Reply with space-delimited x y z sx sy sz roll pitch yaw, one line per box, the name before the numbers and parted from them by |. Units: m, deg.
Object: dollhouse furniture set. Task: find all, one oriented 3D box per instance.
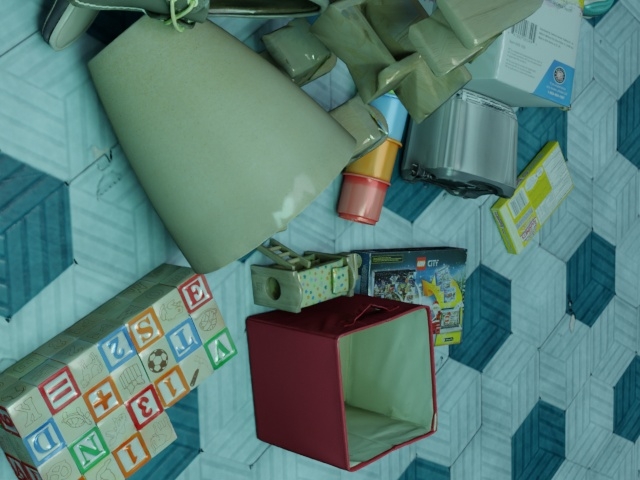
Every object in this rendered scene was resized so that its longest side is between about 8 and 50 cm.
dollhouse furniture set | 0.069 -0.351 1.318 0.256 0.362 0.394 -33 86 -34
dollhouse furniture set | 0.000 0.000 1.451 0.182 0.101 0.161 -15 105 -41

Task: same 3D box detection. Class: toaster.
toaster | 0.218 -0.152 1.624 0.227 0.129 0.146 11 83 -41

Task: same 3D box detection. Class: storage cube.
storage cube | 0.030 0.185 1.439 0.183 0.193 0.215 -15 104 -41

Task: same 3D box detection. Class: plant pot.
plant pot | -0.141 -0.144 1.229 0.274 0.256 0.256 50 61 -15

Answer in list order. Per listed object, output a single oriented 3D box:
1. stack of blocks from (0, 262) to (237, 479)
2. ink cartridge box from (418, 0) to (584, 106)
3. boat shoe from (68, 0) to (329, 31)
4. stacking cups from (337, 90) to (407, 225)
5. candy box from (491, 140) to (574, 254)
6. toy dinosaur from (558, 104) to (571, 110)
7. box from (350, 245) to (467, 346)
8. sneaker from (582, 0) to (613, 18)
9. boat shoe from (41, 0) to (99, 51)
stack of blocks | -0.245 0.177 1.252 0.297 0.087 0.171 -37 119 -34
ink cartridge box | 0.274 -0.359 1.601 0.198 0.197 0.270 10 88 -43
boat shoe | -0.132 -0.281 1.117 0.305 0.109 0.091 -10 80 -23
stacking cups | 0.084 -0.183 1.523 0.096 0.096 0.316 19 84 -43
candy box | 0.385 -0.079 1.854 0.206 0.027 0.105 -46 125 -30
toy dinosaur | 0.353 -0.319 1.778 0.118 0.064 0.268 -49 123 -36
box | 0.140 0.092 1.632 0.233 0.044 0.159 -1 96 -43
sneaker | 0.448 -0.481 1.810 0.275 0.110 0.107 30 74 -42
boat shoe | -0.278 -0.317 1.198 0.065 0.075 0.206 26 80 2
